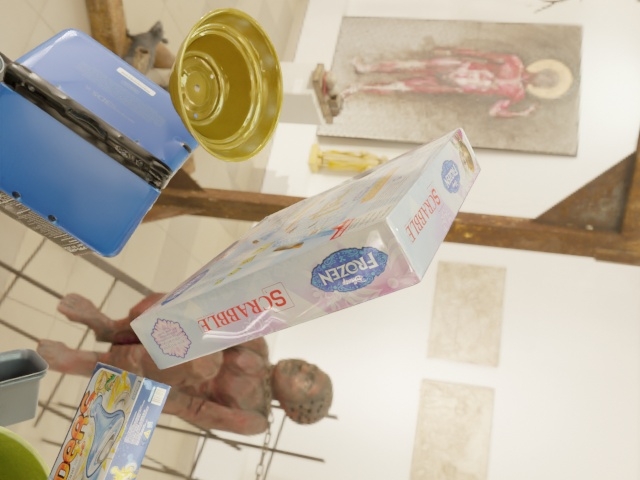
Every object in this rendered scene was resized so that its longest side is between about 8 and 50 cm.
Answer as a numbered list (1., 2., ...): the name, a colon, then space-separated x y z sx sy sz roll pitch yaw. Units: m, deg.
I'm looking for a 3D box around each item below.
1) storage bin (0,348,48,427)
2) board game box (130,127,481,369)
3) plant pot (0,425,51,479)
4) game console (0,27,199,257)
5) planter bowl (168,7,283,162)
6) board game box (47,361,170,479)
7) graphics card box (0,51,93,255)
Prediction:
1. storage bin: -0.486 0.225 0.894 0.135 0.098 0.091 -6 112 -46
2. board game box: 0.000 0.000 0.683 0.066 0.318 0.319 62 32 -10
3. plant pot: -0.503 0.351 0.678 0.275 0.293 0.275 32 52 -54
4. game console: -0.382 -0.165 1.010 0.173 0.293 0.250 -45 -167 43
5. planter bowl: -0.157 -0.227 0.898 0.217 0.090 0.217 -17 111 -53
6. board game box: -0.240 0.239 0.645 0.035 0.136 0.201 31 69 -35
7. graphics card box: -0.533 -0.158 1.120 0.371 0.094 0.233 44 46 -45
